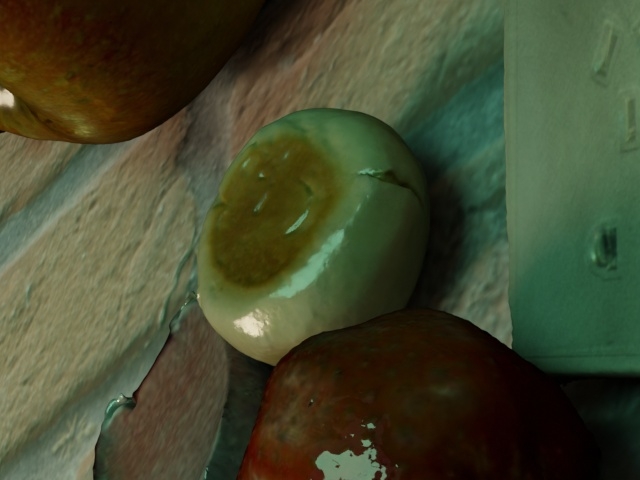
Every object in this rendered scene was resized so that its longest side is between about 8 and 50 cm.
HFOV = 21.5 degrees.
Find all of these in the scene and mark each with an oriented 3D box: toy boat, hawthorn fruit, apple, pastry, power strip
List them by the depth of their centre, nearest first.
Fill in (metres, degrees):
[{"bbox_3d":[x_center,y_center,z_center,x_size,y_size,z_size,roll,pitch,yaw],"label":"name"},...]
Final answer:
[{"bbox_3d":[0.052,0.115,0.745,0.194,0.157,0.157,24,92,58],"label":"hawthorn fruit"},{"bbox_3d":[0.158,-0.041,0.751,0.198,0.065,0.213,-10,79,63],"label":"power strip"},{"bbox_3d":[0.000,0.000,0.954,0.156,0.092,0.156,-28,50,40],"label":"pastry"},{"bbox_3d":[-0.065,0.131,1.015,0.155,0.085,0.227,-52,22,12],"label":"toy boat"},{"bbox_3d":[-0.199,-0.254,1.176,0.384,0.374,0.374,4,75,52],"label":"apple"}]

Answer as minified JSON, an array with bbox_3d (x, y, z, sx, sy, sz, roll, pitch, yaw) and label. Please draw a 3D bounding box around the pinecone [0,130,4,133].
[{"bbox_3d":[-0.296,-0.172,1.488,0.173,0.174,0.173,-35,44,43],"label":"pinecone"}]
